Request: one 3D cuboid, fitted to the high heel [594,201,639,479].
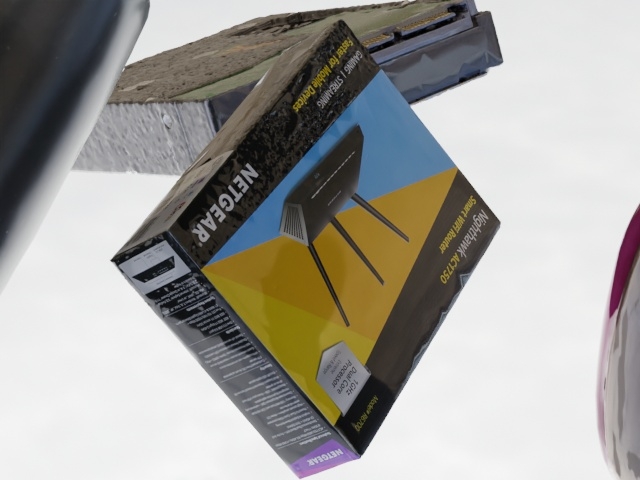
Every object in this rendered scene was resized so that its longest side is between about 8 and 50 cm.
[{"bbox_3d":[0.193,0.065,0.936,0.127,0.377,0.181,-11,-138,6],"label":"high heel"}]

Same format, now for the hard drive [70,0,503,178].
[{"bbox_3d":[-0.054,-0.112,1.416,0.237,0.064,0.339,-24,-166,-27],"label":"hard drive"}]

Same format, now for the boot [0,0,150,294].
[{"bbox_3d":[-0.189,0.056,0.816,0.146,0.445,0.367,39,159,-24],"label":"boot"}]

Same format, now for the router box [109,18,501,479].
[{"bbox_3d":[0.000,0.000,0.873,0.046,0.133,0.179,-26,-160,41],"label":"router box"}]
